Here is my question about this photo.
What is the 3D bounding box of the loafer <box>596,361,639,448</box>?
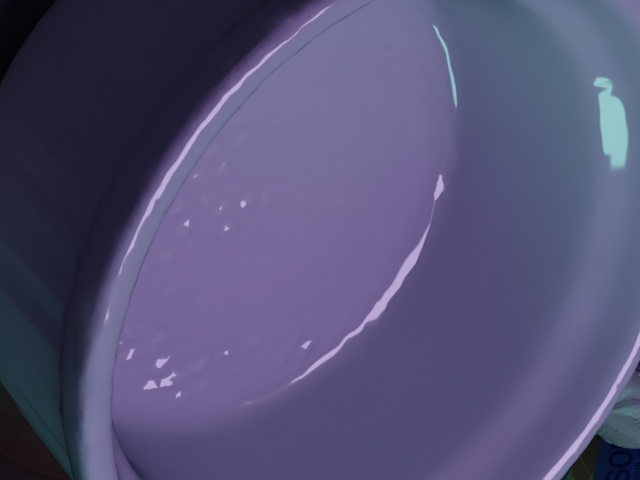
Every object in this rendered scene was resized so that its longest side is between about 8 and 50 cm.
[{"bbox_3d":[0.186,-0.051,0.755,0.111,0.112,0.319,39,59,-19],"label":"loafer"}]

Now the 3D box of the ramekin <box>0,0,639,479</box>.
[{"bbox_3d":[0.000,0.000,0.584,0.277,0.135,0.277,-20,126,-30],"label":"ramekin"}]

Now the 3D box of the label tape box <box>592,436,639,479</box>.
[{"bbox_3d":[0.251,0.169,0.891,0.347,0.115,0.249,69,29,-42],"label":"label tape box"}]

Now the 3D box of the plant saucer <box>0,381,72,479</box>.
[{"bbox_3d":[-0.058,0.011,0.666,0.278,0.041,0.278,-22,127,-31],"label":"plant saucer"}]

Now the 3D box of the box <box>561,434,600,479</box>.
[{"bbox_3d":[0.054,0.130,0.795,0.170,0.091,0.130,-46,135,-10],"label":"box"}]
